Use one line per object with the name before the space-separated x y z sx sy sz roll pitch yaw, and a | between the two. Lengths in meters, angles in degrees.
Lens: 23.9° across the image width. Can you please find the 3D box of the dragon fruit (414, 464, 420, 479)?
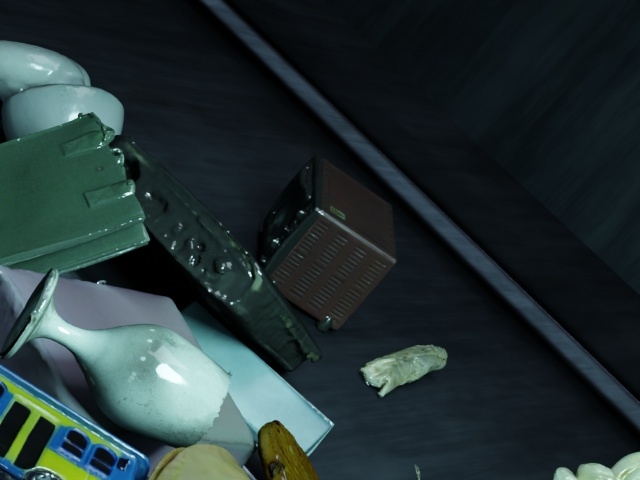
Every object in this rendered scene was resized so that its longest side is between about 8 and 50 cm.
dragon fruit | 0.113 0.405 1.734 0.233 0.293 0.234 8 1 0

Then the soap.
soap | -0.256 0.172 1.852 0.296 0.107 0.285 14 31 -44

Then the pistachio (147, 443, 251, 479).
pistachio | -0.130 0.330 1.582 0.213 0.162 0.261 48 27 -53

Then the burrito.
burrito | 0.140 0.206 2.481 0.229 0.063 0.058 -17 96 -56

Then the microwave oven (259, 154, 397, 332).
microwave oven | 0.002 -0.001 2.514 0.188 0.178 0.247 31 21 -15

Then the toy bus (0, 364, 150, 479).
toy bus | -0.336 0.236 1.550 0.287 0.138 0.175 33 22 -8

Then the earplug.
earplug | -0.433 -0.206 2.309 0.325 0.175 0.214 40 13 36

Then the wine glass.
wine glass | -0.225 0.136 1.677 0.241 0.126 0.126 32 21 -14

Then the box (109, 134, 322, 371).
box | -0.161 0.027 2.170 0.359 0.091 0.350 45 -6 26

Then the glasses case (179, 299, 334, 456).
glasses case | -0.117 0.207 2.092 0.266 0.056 0.105 41 45 11

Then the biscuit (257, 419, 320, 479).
biscuit | -0.024 0.323 1.891 0.212 0.036 0.212 63 7 -13

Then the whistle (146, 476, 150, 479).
whistle | -0.188 0.304 1.714 0.090 0.090 0.158 40 21 9

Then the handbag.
handbag | -0.366 -0.045 1.962 0.247 0.260 0.079 -122 -165 -47

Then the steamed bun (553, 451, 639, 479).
steamed bun | 0.477 0.465 2.240 0.267 0.207 0.280 -3 48 1
